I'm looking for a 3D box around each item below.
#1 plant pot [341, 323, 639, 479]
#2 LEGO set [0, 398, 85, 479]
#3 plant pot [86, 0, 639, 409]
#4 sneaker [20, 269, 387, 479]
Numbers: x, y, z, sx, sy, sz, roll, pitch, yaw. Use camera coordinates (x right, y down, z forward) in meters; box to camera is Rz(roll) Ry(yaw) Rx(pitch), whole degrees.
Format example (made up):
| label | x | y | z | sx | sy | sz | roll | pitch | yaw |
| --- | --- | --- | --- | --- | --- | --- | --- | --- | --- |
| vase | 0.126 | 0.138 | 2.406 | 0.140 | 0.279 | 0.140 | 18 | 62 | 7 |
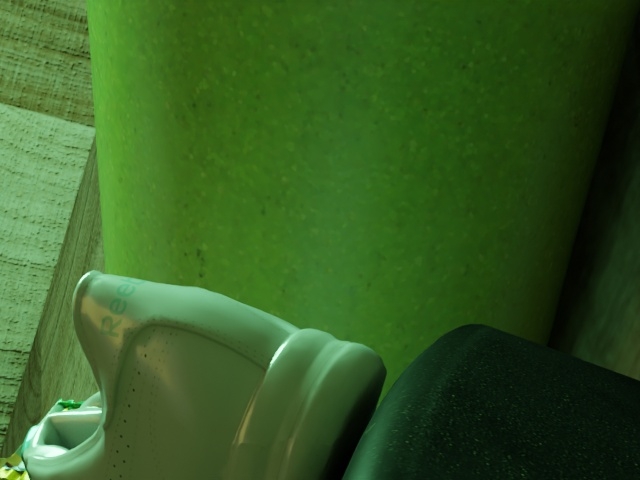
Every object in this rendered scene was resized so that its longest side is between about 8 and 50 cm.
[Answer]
| label | x | y | z | sx | sy | sz | roll | pitch | yaw |
| --- | --- | --- | --- | --- | --- | --- | --- | --- | --- |
| plant pot | 0.068 | 0.128 | 0.407 | 0.167 | 0.188 | 0.187 | -78 | 8 | -67 |
| LEGO set | -0.156 | 0.269 | 0.890 | 0.331 | 0.255 | 0.192 | -41 | 9 | 45 |
| plant pot | 0.012 | -0.045 | 0.655 | 0.276 | 0.276 | 0.254 | -134 | 47 | -72 |
| sneaker | -0.049 | 0.089 | 0.457 | 0.080 | 0.094 | 0.212 | -54 | -15 | -49 |
